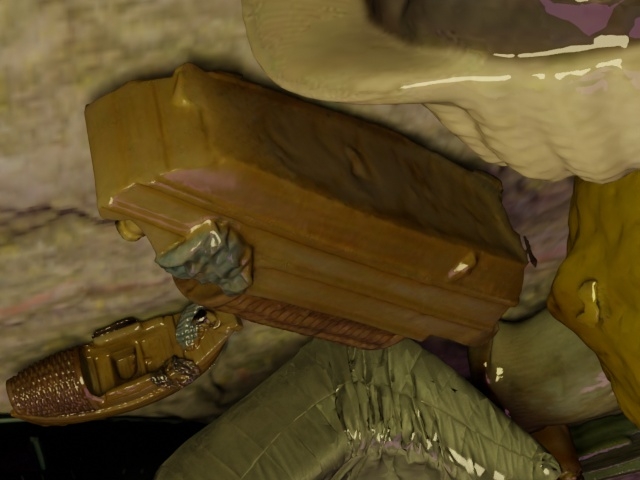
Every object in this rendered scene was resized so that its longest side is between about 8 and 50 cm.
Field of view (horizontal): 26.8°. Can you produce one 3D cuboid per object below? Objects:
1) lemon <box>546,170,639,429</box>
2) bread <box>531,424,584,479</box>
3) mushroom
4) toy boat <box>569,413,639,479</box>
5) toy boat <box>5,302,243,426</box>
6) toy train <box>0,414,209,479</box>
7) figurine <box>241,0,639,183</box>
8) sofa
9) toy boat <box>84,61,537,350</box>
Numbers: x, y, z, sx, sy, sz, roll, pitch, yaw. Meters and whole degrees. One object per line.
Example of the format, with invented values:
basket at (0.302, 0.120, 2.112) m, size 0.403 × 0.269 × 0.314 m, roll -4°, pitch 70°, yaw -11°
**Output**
lemon at (0.274, 0.003, 0.685) m, size 0.321 × 0.268 × 0.268 m, roll -5°, pitch 149°, yaw -13°
bread at (0.101, 0.198, 1.093) m, size 0.222 × 0.096 × 0.181 m, roll -21°, pitch 151°, yaw 8°
mushroom at (0.247, 0.035, 0.911) m, size 0.333 × 0.087 × 0.107 m, roll -34°, pitch 139°, yaw 20°
toy boat at (0.240, 0.204, 1.229) m, size 0.293 × 0.055 × 0.093 m, roll -18°, pitch 152°, yaw -3°
toy boat at (-0.115, 0.074, 0.796) m, size 0.149 × 0.047 × 0.049 m, roll -21°, pitch 151°, yaw 5°
toy train at (-0.155, 0.150, 0.896) m, size 0.252 × 0.055 × 0.048 m, roll 8°, pitch 141°, yaw -39°
figurine at (0.100, -0.152, 0.403) m, size 0.204 × 0.185 × 0.332 m, roll 23°, pitch 148°, yaw -2°
sofa at (0.006, 0.197, 0.882) m, size 0.225 × 0.176 × 0.210 m, roll -36°, pitch 157°, yaw -33°
toy boat at (0.000, 0.000, 0.696) m, size 0.115 × 0.089 × 0.310 m, roll -35°, pitch 148°, yaw 32°
